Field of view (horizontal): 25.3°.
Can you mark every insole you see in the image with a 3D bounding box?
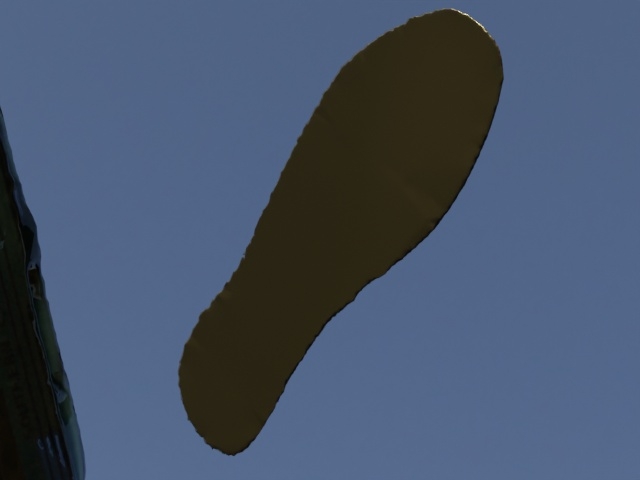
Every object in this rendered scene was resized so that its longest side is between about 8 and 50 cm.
[{"bbox_3d":[0.000,0.000,0.636,0.086,0.005,0.253,54,-55,28],"label":"insole"}]

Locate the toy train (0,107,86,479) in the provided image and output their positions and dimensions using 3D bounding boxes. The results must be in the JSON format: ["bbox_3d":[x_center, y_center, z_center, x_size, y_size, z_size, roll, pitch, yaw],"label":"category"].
[{"bbox_3d":[-0.193,-0.047,0.628,0.086,0.089,0.409,16,-57,51],"label":"toy train"}]
